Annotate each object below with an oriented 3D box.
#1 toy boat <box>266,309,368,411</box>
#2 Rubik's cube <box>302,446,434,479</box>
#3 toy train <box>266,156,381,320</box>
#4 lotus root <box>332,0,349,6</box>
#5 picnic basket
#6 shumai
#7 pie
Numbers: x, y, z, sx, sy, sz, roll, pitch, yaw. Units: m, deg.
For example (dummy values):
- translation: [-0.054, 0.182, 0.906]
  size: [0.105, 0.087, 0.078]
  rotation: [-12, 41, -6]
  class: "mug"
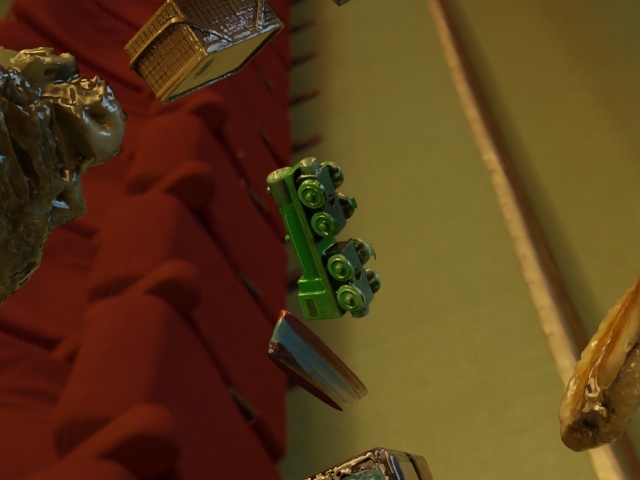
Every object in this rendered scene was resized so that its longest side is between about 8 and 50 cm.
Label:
- translation: [-0.013, 0.224, 2.250]
  size: [0.136, 0.392, 0.079]
  rotation: [21, 76, 27]
  class: "toy boat"
- translation: [0.042, 0.497, 1.782]
  size: [0.318, 0.313, 0.316]
  rotation: [-24, -16, 8]
  class: "Rubik's cube"
- translation: [0.000, 0.000, 1.784]
  size: [0.119, 0.251, 0.085]
  rotation: [-8, 22, 33]
  class: "toy train"
- translation: [-0.011, -0.481, 1.605]
  size: [0.149, 0.260, 0.267]
  rotation: [-38, -15, -10]
  class: "lotus root"
- translation: [-0.135, -0.235, 1.454]
  size: [0.115, 0.079, 0.164]
  rotation: [-36, -2, 43]
  class: "picnic basket"
- translation: [-0.298, -0.085, 1.113]
  size: [0.189, 0.255, 0.218]
  rotation: [28, 51, 34]
  class: "shumai"
- translation: [0.428, 0.146, 1.737]
  size: [0.339, 0.077, 0.339]
  rotation: [-62, -7, -13]
  class: "pie"
